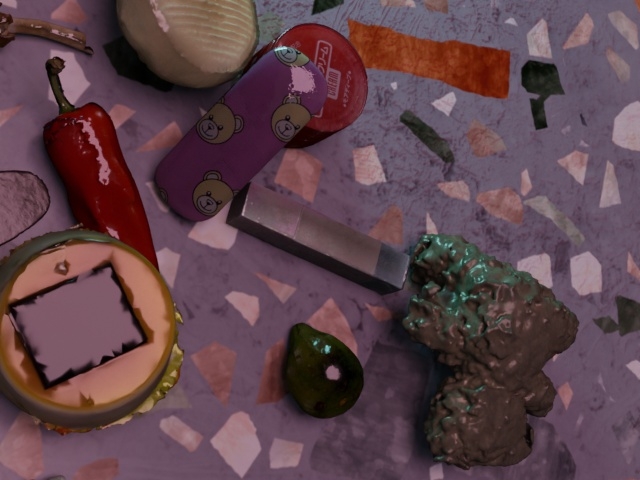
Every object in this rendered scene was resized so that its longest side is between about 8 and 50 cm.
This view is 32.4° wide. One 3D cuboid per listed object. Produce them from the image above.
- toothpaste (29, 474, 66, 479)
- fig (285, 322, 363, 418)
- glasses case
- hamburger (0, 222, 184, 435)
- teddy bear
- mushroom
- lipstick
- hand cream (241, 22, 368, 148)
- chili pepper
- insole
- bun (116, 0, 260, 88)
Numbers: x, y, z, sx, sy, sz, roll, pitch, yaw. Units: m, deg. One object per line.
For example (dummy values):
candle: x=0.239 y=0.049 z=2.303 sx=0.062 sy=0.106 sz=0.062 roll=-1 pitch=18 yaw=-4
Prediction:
toothpaste: x=-0.465 y=0.379 z=1.494 sx=0.255 sy=0.037 sz=0.067 roll=-21 pitch=95 yaw=-28
fig: x=-0.006 y=0.202 z=1.768 sx=0.123 sy=0.123 sz=0.156 roll=-17 pitch=49 yaw=-31
glasses case: x=-0.124 y=-0.164 z=1.713 sx=0.123 sy=0.076 sz=0.316 roll=44 pitch=97 yaw=-6
hamburger: x=-0.336 y=0.125 z=1.540 sx=0.276 sy=0.179 sz=0.294 roll=-28 pitch=93 yaw=-22
teddy bear: x=0.270 y=0.211 z=1.884 sx=0.357 sy=0.224 sz=0.367 roll=31 pitch=80 yaw=-22
mushroom: x=-0.429 y=-0.316 z=1.666 sx=0.187 sy=0.061 sz=0.060 roll=3 pitch=72 yaw=-33
lipstick: x=0.000 y=0.000 z=1.828 sx=0.317 sy=0.066 sz=0.068 roll=25 pitch=69 yaw=-23
hand cream: x=-0.029 y=-0.255 z=1.837 sx=0.193 sy=0.125 sz=0.193 roll=8 pitch=74 yaw=-28
chili pepper: x=-0.327 y=-0.086 z=1.645 sx=0.110 sy=0.110 sz=0.387 roll=-27 pitch=98 yaw=-31
insole: x=-0.537 y=-0.024 z=1.564 sx=0.328 sy=0.007 sz=0.111 roll=-19 pitch=87 yaw=-31
bun: x=-0.224 y=-0.361 z=1.724 sx=0.287 sy=0.146 sz=0.287 roll=36 pitch=45 yaw=-45
